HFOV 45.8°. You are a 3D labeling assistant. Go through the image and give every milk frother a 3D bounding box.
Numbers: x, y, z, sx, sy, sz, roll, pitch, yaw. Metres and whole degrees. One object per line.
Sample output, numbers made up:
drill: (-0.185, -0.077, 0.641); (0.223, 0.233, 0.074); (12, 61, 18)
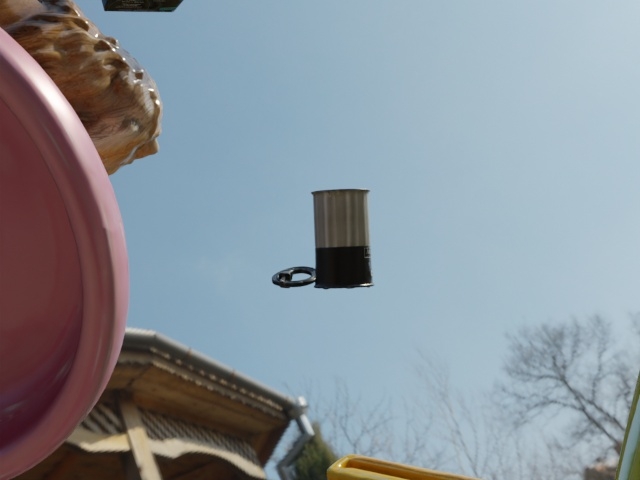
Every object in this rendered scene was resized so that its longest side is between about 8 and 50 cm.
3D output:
milk frother: (0.000, 0.000, 1.060); (0.143, 0.134, 0.129); (-2, -2, -1)

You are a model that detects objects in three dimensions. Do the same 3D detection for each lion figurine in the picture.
lion figurine: (-0.296, -0.213, 0.596); (0.240, 0.392, 0.142); (-23, 9, -12)

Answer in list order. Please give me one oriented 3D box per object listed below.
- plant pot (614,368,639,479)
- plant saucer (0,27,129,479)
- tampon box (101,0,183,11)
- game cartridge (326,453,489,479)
plant pot: (0.268, 0.185, 0.412); (0.207, 0.227, 0.228); (-9, -71, -72)
plant saucer: (-0.267, -0.003, 0.471); (0.332, 0.332, 0.084); (-46, 5, 21)
tampon box: (-0.238, -0.410, 1.076); (0.120, 0.101, 0.161); (-12, -9, -39)
game cartridge: (0.151, 0.401, 0.794); (0.285, 0.323, 0.053); (-2, 13, 41)
